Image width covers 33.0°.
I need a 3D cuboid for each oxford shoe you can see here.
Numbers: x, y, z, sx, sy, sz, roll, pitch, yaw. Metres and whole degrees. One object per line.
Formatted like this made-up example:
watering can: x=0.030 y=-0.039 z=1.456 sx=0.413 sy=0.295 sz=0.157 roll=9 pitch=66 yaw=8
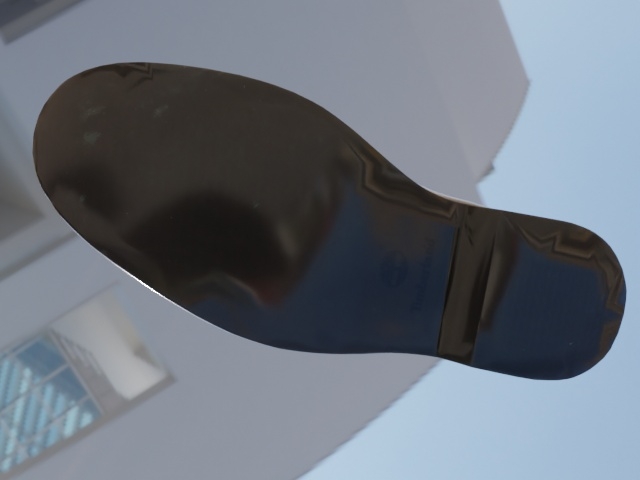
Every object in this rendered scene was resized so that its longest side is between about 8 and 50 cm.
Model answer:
oxford shoe: x=0.000 y=0.000 z=0.370 sx=0.076 sy=0.212 sz=0.076 roll=15 pitch=-95 yaw=64
